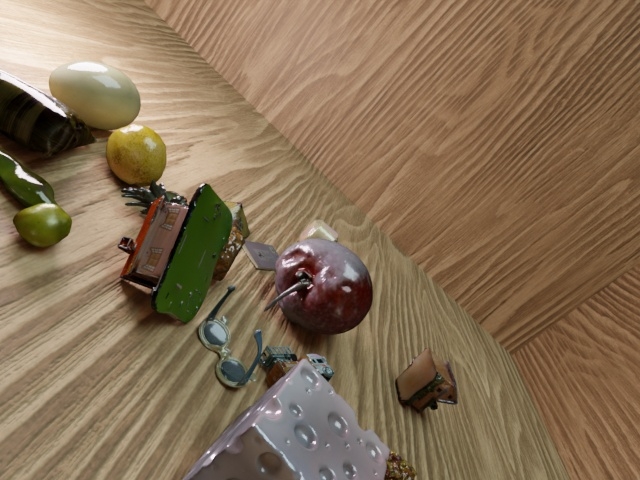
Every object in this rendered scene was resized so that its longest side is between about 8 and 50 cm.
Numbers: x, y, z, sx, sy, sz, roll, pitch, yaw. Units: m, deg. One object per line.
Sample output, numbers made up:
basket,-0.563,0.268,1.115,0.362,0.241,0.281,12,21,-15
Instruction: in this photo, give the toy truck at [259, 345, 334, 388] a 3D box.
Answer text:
toy truck,-0.060,0.330,1.155,0.178,0.080,0.115,13,28,-42

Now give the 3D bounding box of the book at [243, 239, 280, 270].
book,-0.195,0.055,1.575,0.127,0.014,0.182,54,20,24

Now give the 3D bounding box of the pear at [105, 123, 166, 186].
pear,-0.516,-0.236,1.283,0.178,0.178,0.178,40,19,-17

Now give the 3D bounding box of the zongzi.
zongzi,-0.713,-0.322,1.118,0.286,0.134,0.288,36,6,-13

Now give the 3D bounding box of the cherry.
cherry,0.006,0.146,1.432,0.326,0.291,0.335,36,-1,4

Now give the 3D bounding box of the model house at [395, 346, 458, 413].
model house,0.387,0.515,1.578,0.172,0.183,0.166,39,20,-16

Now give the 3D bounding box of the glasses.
glasses,-0.204,0.207,0.982,0.088,0.220,0.189,-19,60,-26

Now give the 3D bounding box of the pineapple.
pineapple,-0.372,-0.037,1.210,0.341,0.169,0.169,34,20,-9

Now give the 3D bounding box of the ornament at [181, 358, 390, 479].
ornament,-0.061,0.401,0.769,0.239,0.239,0.240,46,18,5

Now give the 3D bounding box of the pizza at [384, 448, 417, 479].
pizza,0.175,0.587,1.168,0.246,0.058,0.127,33,22,-26

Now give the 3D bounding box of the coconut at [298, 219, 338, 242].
coconut,0.000,0.000,1.920,0.153,0.147,0.147,39,19,-12

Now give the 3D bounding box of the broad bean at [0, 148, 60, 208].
broad bean,-0.659,-0.148,0.947,0.325,0.067,0.075,41,-12,-6

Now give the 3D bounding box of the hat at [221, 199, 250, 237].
hat,-0.303,-0.101,1.573,0.193,0.082,0.193,38,20,-17

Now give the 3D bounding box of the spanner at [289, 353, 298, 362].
spanner,-0.060,0.376,1.184,0.046,0.012,0.208,35,22,-26

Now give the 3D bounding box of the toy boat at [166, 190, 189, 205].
toy boat,-0.426,-0.092,1.310,0.185,0.071,0.089,46,61,1

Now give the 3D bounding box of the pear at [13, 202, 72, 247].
pear,-0.550,-0.030,0.893,0.097,0.092,0.092,20,26,-19

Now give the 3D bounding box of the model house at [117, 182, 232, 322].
model house,-0.342,0.021,1.039,0.154,0.293,0.207,13,-18,13

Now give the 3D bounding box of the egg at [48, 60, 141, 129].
egg,-0.659,-0.428,1.330,0.254,0.188,0.188,7,42,-54
